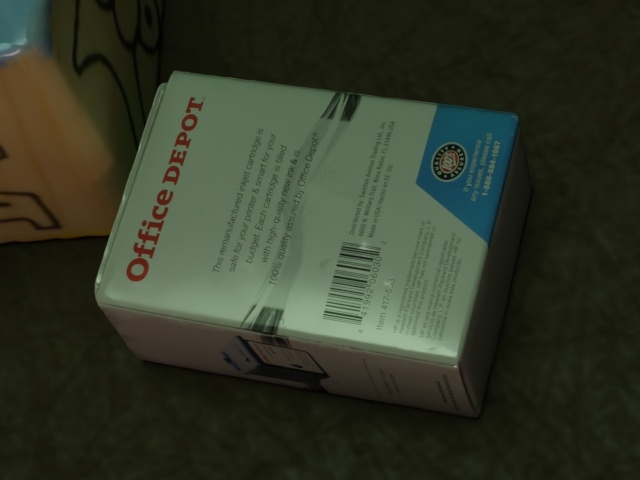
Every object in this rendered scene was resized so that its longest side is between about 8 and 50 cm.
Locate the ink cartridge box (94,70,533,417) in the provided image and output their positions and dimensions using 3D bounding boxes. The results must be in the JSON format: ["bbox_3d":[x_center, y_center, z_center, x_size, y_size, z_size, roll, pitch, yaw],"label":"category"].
[{"bbox_3d":[0.000,0.000,0.988,0.190,0.082,0.140,8,66,18],"label":"ink cartridge box"}]

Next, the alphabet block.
[{"bbox_3d":[-0.201,-0.120,1.029,0.193,0.197,0.192,-3,63,11],"label":"alphabet block"}]
